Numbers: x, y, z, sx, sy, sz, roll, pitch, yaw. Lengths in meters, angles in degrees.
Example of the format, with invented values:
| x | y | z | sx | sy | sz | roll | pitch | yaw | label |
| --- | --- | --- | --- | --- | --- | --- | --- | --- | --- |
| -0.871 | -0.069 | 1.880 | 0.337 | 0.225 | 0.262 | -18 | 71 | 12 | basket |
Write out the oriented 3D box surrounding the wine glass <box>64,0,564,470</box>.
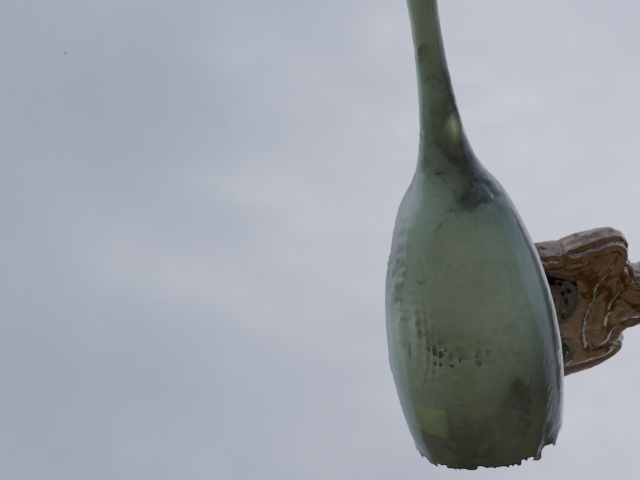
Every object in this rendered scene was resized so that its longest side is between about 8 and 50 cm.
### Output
| x | y | z | sx | sy | sz | roll | pitch | yaw | label |
| --- | --- | --- | --- | --- | --- | --- | --- | --- | --- |
| 0.000 | 0.000 | 0.912 | 0.264 | 0.096 | 0.309 | -24 | -61 | -28 | wine glass |

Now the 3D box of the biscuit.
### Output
| x | y | z | sx | sy | sz | roll | pitch | yaw | label |
| --- | --- | --- | --- | --- | --- | --- | --- | --- | --- |
| 0.205 | 0.079 | 1.731 | 0.290 | 0.041 | 0.208 | -14 | -39 | -7 | biscuit |
